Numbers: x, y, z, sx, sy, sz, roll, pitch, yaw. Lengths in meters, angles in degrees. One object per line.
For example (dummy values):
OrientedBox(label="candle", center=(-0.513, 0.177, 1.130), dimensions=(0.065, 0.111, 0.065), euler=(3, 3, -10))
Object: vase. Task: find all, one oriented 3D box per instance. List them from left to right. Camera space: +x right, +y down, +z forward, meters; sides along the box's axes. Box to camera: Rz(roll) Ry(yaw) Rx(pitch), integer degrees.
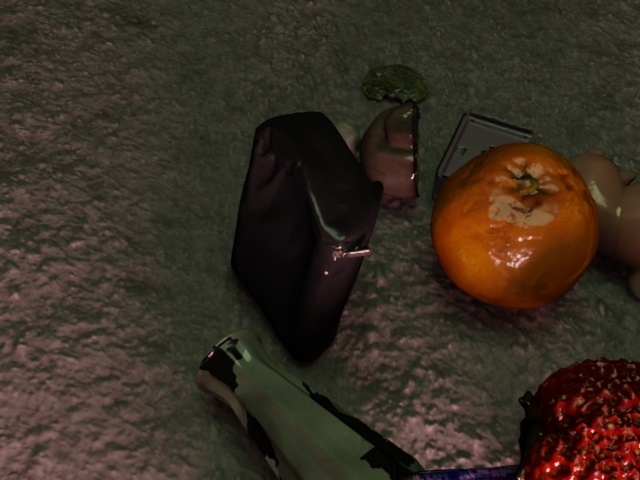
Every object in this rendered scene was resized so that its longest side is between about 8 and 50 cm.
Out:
OrientedBox(label="vase", center=(-0.014, 0.265, 1.328), dimensions=(0.165, 0.165, 0.360), euler=(-29, 52, -29))

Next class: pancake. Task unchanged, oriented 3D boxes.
OrientedBox(label="pancake", center=(0.146, -0.307, 1.969), dimensions=(0.129, 0.023, 0.116), euler=(11, 44, 4))

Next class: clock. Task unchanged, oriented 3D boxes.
OrientedBox(label="clock", center=(0.293, -0.134, 1.786), dimensions=(0.144, 0.073, 0.193), euler=(19, 48, 12))

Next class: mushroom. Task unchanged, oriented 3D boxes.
OrientedBox(label="mushroom", center=(0.126, -0.152, 1.748), dimensions=(0.117, 0.141, 0.188), euler=(-12, 42, 13))

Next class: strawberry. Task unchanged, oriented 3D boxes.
OrientedBox(label="strawberry", center=(0.389, 0.260, 1.241), dimensions=(0.261, 0.257, 0.261), euler=(20, 49, -24))

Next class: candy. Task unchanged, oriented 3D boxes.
OrientedBox(label="candy", center=(0.208, 0.325, 1.243), dimensions=(0.312, 0.061, 0.088), euler=(11, 54, -45))

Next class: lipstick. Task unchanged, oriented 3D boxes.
OrientedBox(label="lipstick", center=(-0.014, -0.137, 1.773), dimensions=(0.186, 0.057, 0.063), euler=(-37, 60, -27))

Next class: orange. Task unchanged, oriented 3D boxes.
OrientedBox(label="orange", center=(0.300, -0.019, 1.571), dimensions=(0.261, 0.261, 0.261), euler=(3, 46, -3))

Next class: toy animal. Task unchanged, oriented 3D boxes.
OrientedBox(label="toy animal", center=(0.487, -0.047, 1.667), dimensions=(0.154, 0.166, 0.250), euler=(-30, 49, -22))

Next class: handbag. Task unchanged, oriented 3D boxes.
OrientedBox(label="handbag", center=(0.002, -0.001, 1.483), dimensions=(0.177, 0.302, 0.275), euler=(-18, 53, -30))
